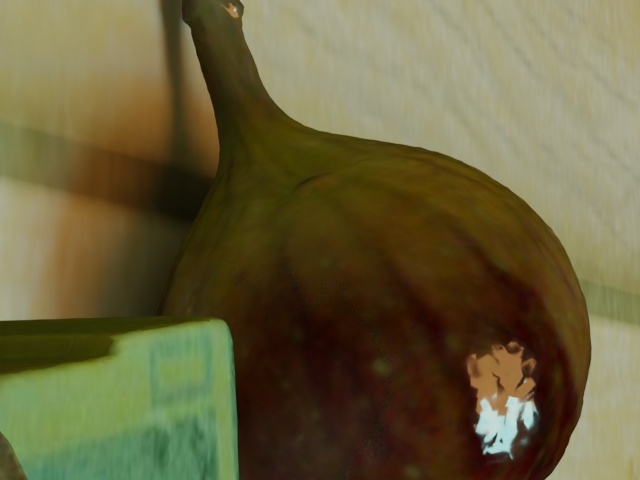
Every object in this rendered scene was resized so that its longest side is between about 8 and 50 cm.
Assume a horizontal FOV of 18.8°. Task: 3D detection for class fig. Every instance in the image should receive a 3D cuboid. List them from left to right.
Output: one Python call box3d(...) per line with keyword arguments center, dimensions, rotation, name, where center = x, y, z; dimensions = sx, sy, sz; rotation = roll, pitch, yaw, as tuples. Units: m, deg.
box3d(center=(0.016, 0.005, 0.650), dimensions=(0.160, 0.143, 0.230), rotation=(98, -6, -66), name="fig")

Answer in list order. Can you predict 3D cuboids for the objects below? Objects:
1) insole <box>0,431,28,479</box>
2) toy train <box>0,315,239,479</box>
box3d(center=(-0.163, -0.042, 0.298), dimensions=(0.348, 0.009, 0.119), rotation=(49, 33, -9), name="insole")
box3d(center=(-0.101, 0.199, 0.412), dimensions=(0.237, 0.150, 0.368), rotation=(-4, 92, -67), name="toy train")
